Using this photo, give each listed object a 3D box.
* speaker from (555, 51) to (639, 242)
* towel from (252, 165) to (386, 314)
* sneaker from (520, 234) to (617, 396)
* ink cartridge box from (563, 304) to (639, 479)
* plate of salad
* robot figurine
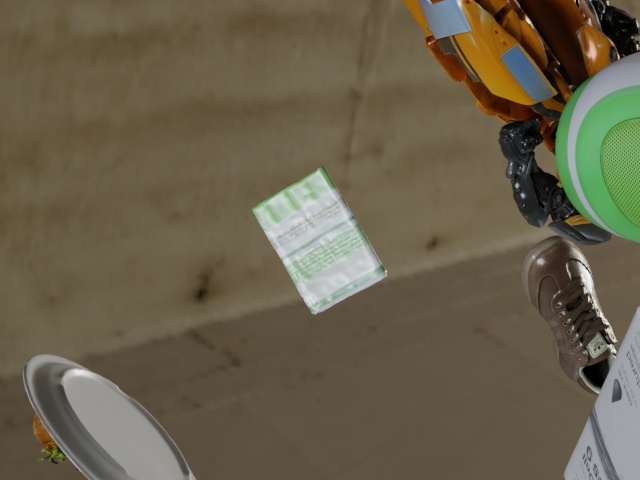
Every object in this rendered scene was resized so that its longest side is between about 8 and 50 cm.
[{"bbox_3d":[0.262,-0.055,0.908,0.131,0.131,0.296,-3,-177,-27],"label":"speaker"},{"bbox_3d":[0.000,0.000,1.905,0.113,0.152,0.023,-29,-179,24],"label":"towel"},{"bbox_3d":[0.240,0.072,1.450,0.066,0.188,0.071,-36,-136,-7],"label":"sneaker"},{"bbox_3d":[0.300,0.197,1.225,0.122,0.289,0.211,-11,-122,-11],"label":"ink cartridge box"},{"bbox_3d":[-0.172,0.172,1.303,0.200,0.048,0.200,43,-171,-9],"label":"plate of salad"},{"bbox_3d":[0.162,-0.137,1.108,0.085,0.291,0.211,-14,-145,46],"label":"robot figurine"}]
